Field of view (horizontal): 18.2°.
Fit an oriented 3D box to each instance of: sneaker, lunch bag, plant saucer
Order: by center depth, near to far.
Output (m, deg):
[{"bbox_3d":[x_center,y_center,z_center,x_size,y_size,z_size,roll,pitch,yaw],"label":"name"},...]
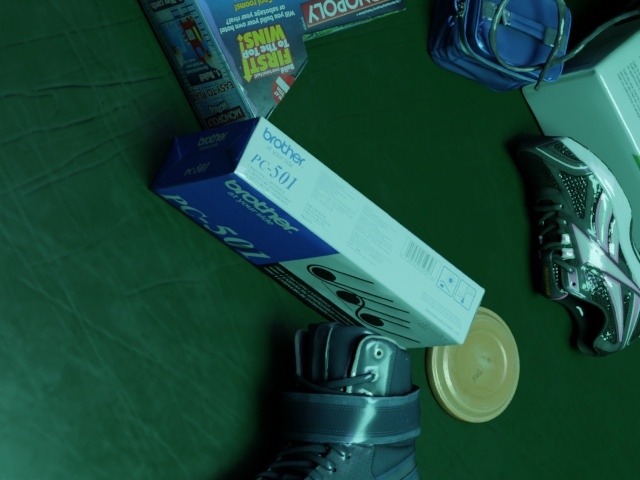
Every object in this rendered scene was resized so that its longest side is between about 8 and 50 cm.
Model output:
[{"bbox_3d":[-0.020,0.135,1.255,0.226,0.086,0.163,-6,99,-47],"label":"sneaker"},{"bbox_3d":[0.110,0.088,1.415,0.083,0.013,0.083,5,82,-36],"label":"plant saucer"},{"bbox_3d":[0.129,-0.151,1.424,0.098,0.065,0.067,18,74,-35],"label":"lunch bag"},{"bbox_3d":[0.188,0.007,1.452,0.077,0.072,0.178,-36,100,-23],"label":"sneaker"}]

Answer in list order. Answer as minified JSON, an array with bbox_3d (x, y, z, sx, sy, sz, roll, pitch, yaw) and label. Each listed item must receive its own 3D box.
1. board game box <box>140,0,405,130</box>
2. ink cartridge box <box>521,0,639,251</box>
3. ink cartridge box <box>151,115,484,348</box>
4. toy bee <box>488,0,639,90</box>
[{"bbox_3d":[-0.044,-0.173,1.301,0.194,0.060,0.194,-19,97,-37],"label":"board game box"},{"bbox_3d":[0.272,-0.108,1.514,0.208,0.087,0.153,-37,106,-33],"label":"ink cartridge box"},{"bbox_3d":[0.000,0.000,1.290,0.207,0.097,0.046,37,64,-28],"label":"ink cartridge box"},{"bbox_3d":[0.295,-0.168,1.365,0.298,0.162,0.195,-45,121,-7],"label":"toy bee"}]
